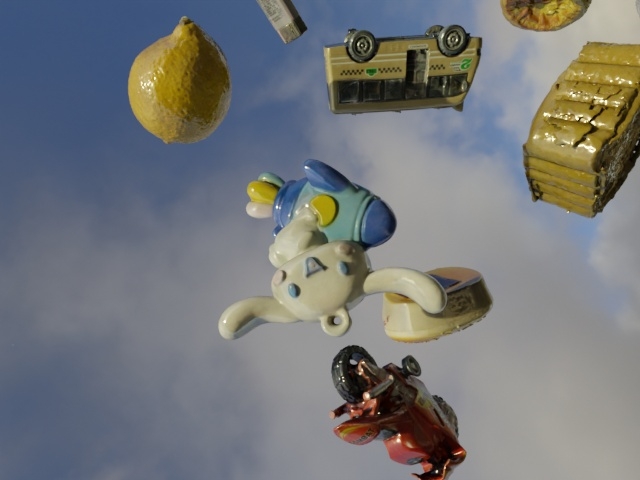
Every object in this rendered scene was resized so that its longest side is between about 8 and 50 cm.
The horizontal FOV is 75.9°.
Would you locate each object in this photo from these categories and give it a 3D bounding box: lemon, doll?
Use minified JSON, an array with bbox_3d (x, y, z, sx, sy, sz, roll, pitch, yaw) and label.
[{"bbox_3d":[-0.258,-0.284,0.769,0.187,0.244,0.187,21,-146,-15],"label":"lemon"},{"bbox_3d":[0.001,-0.004,0.756,0.376,0.187,0.366,-2,-118,-10],"label":"doll"}]

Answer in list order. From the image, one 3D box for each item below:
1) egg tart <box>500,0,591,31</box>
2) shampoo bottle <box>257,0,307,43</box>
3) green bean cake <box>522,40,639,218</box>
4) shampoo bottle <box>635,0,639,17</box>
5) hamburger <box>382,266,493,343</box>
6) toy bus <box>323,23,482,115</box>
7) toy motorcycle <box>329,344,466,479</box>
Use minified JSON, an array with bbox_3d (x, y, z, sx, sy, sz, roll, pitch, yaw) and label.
[{"bbox_3d":[0.635,-0.687,1.153,0.241,0.241,0.106,21,-94,-31],"label":"egg tart"},{"bbox_3d":[-0.123,-0.599,0.999,0.056,0.086,0.227,-52,-58,-20],"label":"shampoo bottle"},{"bbox_3d":[0.440,-0.175,0.674,0.224,0.131,0.229,-57,-39,-5],"label":"green bean cake"},{"bbox_3d":[0.511,-0.260,0.413,0.273,0.266,0.273,10,-108,-32],"label":"shampoo bottle"},{"bbox_3d":[0.304,0.174,1.079,0.295,0.227,0.151,-13,-80,-11],"label":"hamburger"},{"bbox_3d":[0.193,-0.419,1.017,0.177,0.365,0.202,-91,-3,-63],"label":"toy bus"},{"bbox_3d":[0.135,0.281,0.652,0.298,0.089,0.171,34,-141,-24],"label":"toy motorcycle"}]
